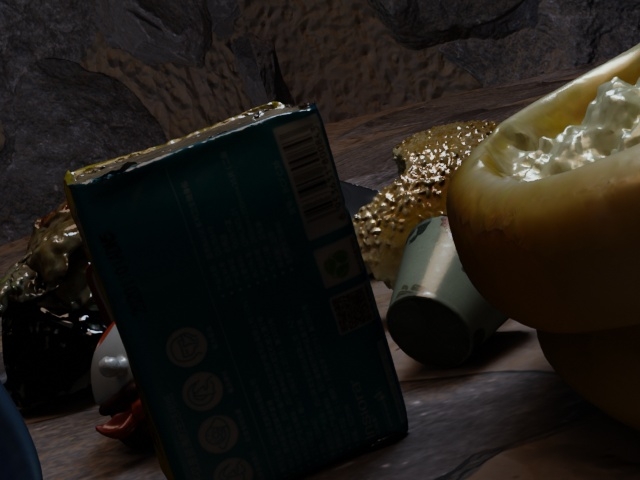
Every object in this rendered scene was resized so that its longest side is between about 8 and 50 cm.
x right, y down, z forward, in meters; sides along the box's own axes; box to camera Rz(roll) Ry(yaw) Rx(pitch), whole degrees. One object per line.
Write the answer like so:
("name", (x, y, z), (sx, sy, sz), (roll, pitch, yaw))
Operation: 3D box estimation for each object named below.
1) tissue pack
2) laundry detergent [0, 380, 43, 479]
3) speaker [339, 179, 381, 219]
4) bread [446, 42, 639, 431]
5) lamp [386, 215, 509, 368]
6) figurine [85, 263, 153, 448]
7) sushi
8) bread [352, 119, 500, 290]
("tissue pack", (-0.063, 0.046, 0.854), (0.192, 0.271, 0.134), (-19, 15, -11))
("laundry detergent", (-0.338, 0.107, 0.917), (0.143, 0.290, 0.094), (-21, 10, -10))
("speaker", (0.037, -0.034, 1.400), (0.218, 0.044, 0.082), (17, 37, 13))
("bread", (0.268, -0.039, 0.764), (0.329, 0.245, 0.424), (-43, 7, 13))
("lamp", (0.139, 0.016, 1.025), (0.121, 0.121, 0.215), (-9, 29, 40))
("figurine", (-0.141, 0.108, 1.054), (0.183, 0.160, 0.226), (-16, 19, 10))
("sushi", (-0.274, 0.057, 1.291), (0.238, 0.219, 0.225), (-7, 11, 43))
("bread", (0.165, -0.044, 1.232), (0.192, 0.171, 0.314), (-15, 10, 33))
